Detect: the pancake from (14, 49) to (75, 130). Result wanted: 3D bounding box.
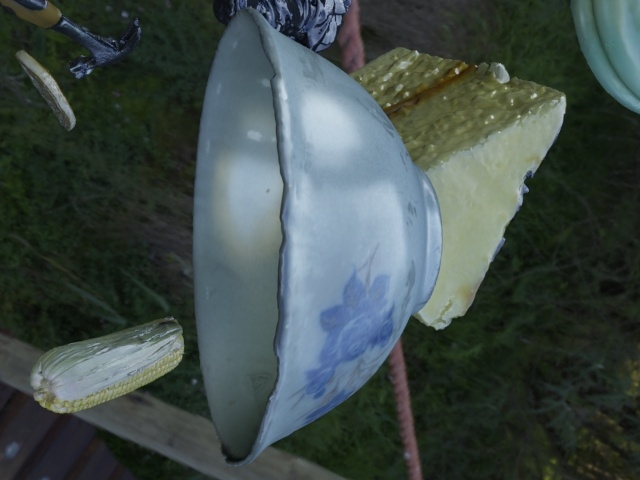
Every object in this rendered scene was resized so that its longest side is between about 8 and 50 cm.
[{"bbox_3d":[-0.441,-0.244,1.337,0.028,0.158,0.158,-36,152,-13],"label":"pancake"}]

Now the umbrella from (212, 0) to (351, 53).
[{"bbox_3d":[-0.067,-0.328,1.215,0.336,0.128,0.154,-40,150,-54],"label":"umbrella"}]

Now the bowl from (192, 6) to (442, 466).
[{"bbox_3d":[0.000,0.000,0.600,0.313,0.146,0.313,-178,-90,-73],"label":"bowl"}]

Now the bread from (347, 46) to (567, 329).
[{"bbox_3d":[0.105,-0.069,0.844,0.236,0.263,0.198,-38,125,-12],"label":"bread"}]

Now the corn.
[{"bbox_3d":[-0.367,0.212,1.462,0.305,0.122,0.123,-17,138,-56],"label":"corn"}]

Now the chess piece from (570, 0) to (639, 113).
[{"bbox_3d":[0.318,-0.176,0.516,0.298,0.176,0.176,-2,-121,64],"label":"chess piece"}]

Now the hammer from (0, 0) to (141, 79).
[{"bbox_3d":[-0.207,-0.173,0.630,0.021,0.078,0.201,71,14,12],"label":"hammer"}]
